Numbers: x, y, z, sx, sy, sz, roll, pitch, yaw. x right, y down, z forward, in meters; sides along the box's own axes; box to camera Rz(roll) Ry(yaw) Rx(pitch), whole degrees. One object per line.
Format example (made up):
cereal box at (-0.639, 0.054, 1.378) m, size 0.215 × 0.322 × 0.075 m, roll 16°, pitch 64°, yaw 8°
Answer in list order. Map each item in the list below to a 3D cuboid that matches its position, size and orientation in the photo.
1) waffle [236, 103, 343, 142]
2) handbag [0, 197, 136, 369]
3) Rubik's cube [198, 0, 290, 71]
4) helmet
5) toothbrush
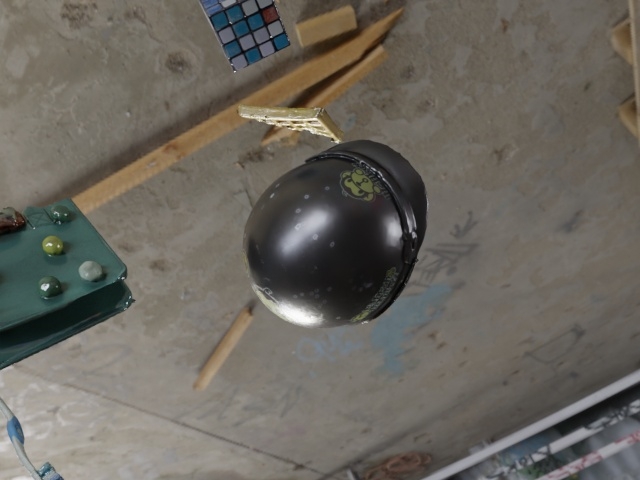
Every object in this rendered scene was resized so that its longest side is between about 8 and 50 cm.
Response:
waffle at (-0.048, -0.186, 0.996) m, size 0.153 × 0.023 × 0.097 m, roll 7°, pitch 167°, yaw 23°
handbag at (-0.463, 0.047, 0.962) m, size 0.269 × 0.274 × 0.100 m, roll -24°, pitch 140°, yaw -30°
Rubik's cube at (-0.109, -0.313, 0.885) m, size 0.092 × 0.092 × 0.092 m, roll -26°, pitch 136°, yaw -1°
helmet at (0.000, 0.000, 0.829) m, size 0.160 × 0.230 × 0.279 m, roll -12°, pitch 144°, yaw -54°
toothbrush at (-0.566, 0.350, 1.149) m, size 0.040 × 0.386 × 0.040 m, roll -19°, pitch 118°, yaw -39°
